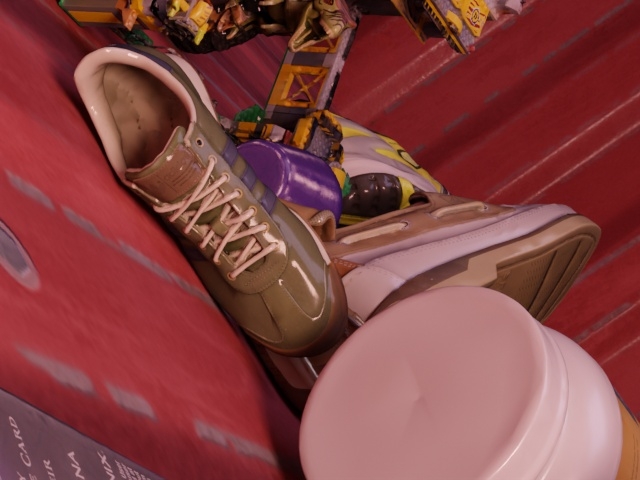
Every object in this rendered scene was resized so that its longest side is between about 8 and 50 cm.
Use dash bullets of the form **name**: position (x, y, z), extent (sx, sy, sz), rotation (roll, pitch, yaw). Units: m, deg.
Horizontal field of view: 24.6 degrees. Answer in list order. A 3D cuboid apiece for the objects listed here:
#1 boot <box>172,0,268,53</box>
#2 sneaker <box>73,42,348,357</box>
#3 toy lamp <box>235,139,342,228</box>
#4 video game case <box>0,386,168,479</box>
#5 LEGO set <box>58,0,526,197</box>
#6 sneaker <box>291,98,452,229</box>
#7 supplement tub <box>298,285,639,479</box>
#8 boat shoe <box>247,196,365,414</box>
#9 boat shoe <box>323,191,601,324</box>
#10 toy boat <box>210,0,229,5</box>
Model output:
- **boot**: position (-0.050, -0.308, 1.171), extent (0.131, 0.348, 0.260), rotation (-47, 112, -39)
- **sneaker**: position (-0.063, -0.022, 0.737), extent (0.192, 0.064, 0.086), rotation (57, 14, 17)
- **toy lamp**: position (0.000, 0.000, 0.992), extent (0.080, 0.080, 0.274), rotation (58, 5, 23)
- **video game case**: position (-0.058, 0.099, 0.289), extent (0.196, 0.026, 0.274), rotation (59, 9, 34)
- **LEGO set**: position (0.004, -0.170, 0.970), extent (0.192, 0.255, 0.331), rotation (8, -30, 32)
- **sneaker**: position (0.073, -0.009, 1.279), extent (0.147, 0.145, 0.385), rotation (58, 6, 31)
- **supplement tub**: position (0.092, 0.128, 0.691), extent (0.200, 0.144, 0.144), rotation (50, 8, -38)
- **boat shoe**: position (-0.023, 0.004, 0.808), extent (0.190, 0.072, 0.068), rotation (56, 7, 17)
- **boat shoe**: position (0.085, 0.015, 0.942), extent (0.103, 0.113, 0.302), rotation (36, 23, 23)
- **toy boat**: position (-0.130, -0.222, 1.046), extent (0.231, 0.151, 0.151), rotation (47, 39, -51)
